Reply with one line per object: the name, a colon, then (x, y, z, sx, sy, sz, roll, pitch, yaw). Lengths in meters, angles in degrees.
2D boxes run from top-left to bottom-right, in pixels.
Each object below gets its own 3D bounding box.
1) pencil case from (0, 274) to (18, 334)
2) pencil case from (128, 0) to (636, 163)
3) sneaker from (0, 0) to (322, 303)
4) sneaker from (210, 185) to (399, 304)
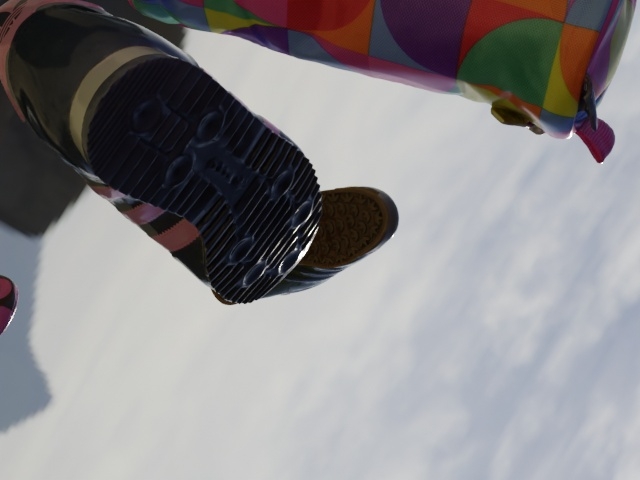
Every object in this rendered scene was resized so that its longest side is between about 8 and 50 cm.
pencil case: (-0.325, 0.005, 1.254, 0.095, 0.209, 0.098, -32, -152, 33)
pencil case: (0.030, -0.115, 0.774, 0.104, 0.236, 0.104, 19, 90, -78)
sneaker: (-0.098, -0.062, 1.079, 0.112, 0.131, 0.319, -50, 152, -7)
sneaker: (0.000, 0.000, 1.409, 0.192, 0.064, 0.086, -25, 172, 35)
